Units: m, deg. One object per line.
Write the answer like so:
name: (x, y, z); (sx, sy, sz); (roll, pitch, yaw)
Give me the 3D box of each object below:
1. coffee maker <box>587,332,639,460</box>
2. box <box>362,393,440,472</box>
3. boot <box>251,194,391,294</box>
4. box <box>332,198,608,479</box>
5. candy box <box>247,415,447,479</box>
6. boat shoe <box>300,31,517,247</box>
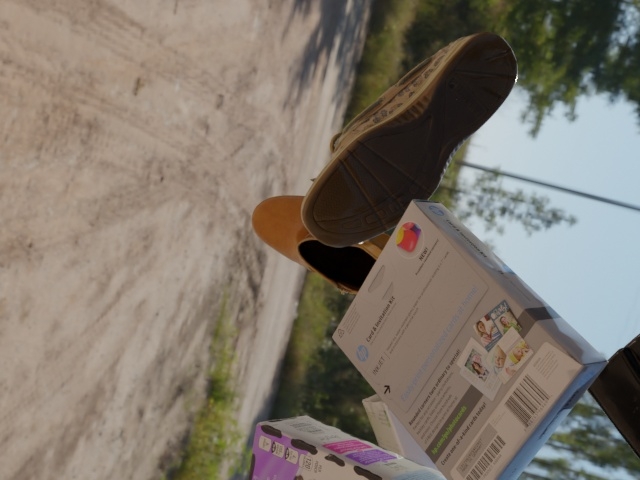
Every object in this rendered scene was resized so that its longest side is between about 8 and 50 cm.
coffee maker: (0.336, 0.187, 0.811); (0.171, 0.120, 0.178); (-41, -131, 17)
box: (0.147, 0.345, 1.094); (0.232, 0.059, 0.321); (112, -42, -80)
boot: (0.000, 0.001, 1.187); (0.211, 0.295, 0.104); (-1, 109, -70)
box: (0.101, 0.081, 0.648); (0.038, 0.186, 0.145); (1, 126, -44)
candy box: (0.021, 0.265, 0.762); (0.070, 0.196, 0.164); (5, 96, -49)
boat shoe: (0.087, -0.106, 0.910); (0.285, 0.104, 0.089); (-42, -157, -8)
